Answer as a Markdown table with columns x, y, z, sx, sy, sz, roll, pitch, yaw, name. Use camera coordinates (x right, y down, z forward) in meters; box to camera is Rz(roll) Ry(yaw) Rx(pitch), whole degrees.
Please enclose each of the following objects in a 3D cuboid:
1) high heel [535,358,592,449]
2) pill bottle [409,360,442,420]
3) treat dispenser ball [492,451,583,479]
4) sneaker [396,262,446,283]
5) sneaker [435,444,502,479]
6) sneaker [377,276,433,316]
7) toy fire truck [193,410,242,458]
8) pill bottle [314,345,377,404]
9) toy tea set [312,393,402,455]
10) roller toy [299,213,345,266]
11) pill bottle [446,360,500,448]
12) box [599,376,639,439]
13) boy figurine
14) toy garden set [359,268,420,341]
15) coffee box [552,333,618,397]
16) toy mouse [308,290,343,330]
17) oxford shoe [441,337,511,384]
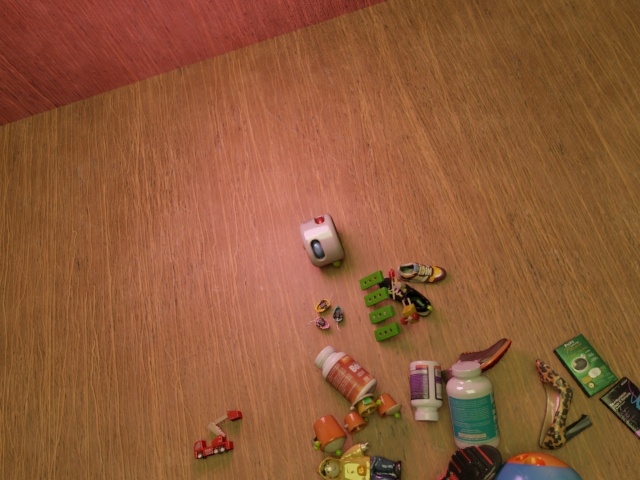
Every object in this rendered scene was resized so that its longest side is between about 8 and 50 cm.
| x | y | z | sx | sy | sz | roll | pitch | yaw | name |
| --- | --- | --- | --- | --- | --- | --- | --- | --- | --- |
| 0.736 | 0.536 | 1.728 | 0.186 | 0.093 | 0.261 | -29 | 73 | -8 | high heel |
| 0.362 | 0.518 | 1.813 | 0.108 | 0.108 | 0.193 | -2 | 66 | 11 | pill bottle |
| 0.641 | 0.771 | 1.541 | 0.288 | 0.288 | 0.288 | -5 | 66 | 10 | treat dispenser ball |
| 0.381 | 0.121 | 1.995 | 0.185 | 0.084 | 0.069 | -3 | 66 | 12 | sneaker |
| 0.443 | 0.748 | 1.653 | 0.314 | 0.136 | 0.116 | -47 | 48 | 13 | sneaker |
| 0.319 | 0.195 | 1.969 | 0.235 | 0.097 | 0.084 | 29 | 75 | 22 | sneaker |
| -0.374 | 0.706 | 1.925 | 0.192 | 0.047 | 0.135 | -17 | 64 | 5 | toy fire truck |
| 0.086 | 0.477 | 1.883 | 0.216 | 0.121 | 0.121 | 37 | 79 | 23 | pill bottle |
| 0.126 | 0.626 | 1.771 | 0.336 | 0.200 | 0.124 | -28 | 55 | -6 | toy tea set |
| 0.000 | 0.000 | 2.071 | 0.146 | 0.191 | 0.209 | -20 | 64 | 4 | roller toy |
| 0.489 | 0.531 | 1.705 | 0.146 | 0.146 | 0.264 | -9 | 95 | 8 | pill bottle |
| 1.008 | 0.539 | 1.707 | 0.116 | 0.029 | 0.162 | -39 | 63 | -6 | box |
| 0.128 | 0.764 | 1.768 | 0.285 | 0.092 | 0.177 | 4 | 71 | 11 | boy figurine |
| 0.259 | 0.225 | 1.940 | 0.204 | 0.049 | 0.244 | -32 | 65 | 41 | toy garden set |
| 0.889 | 0.418 | 1.778 | 0.113 | 0.040 | 0.184 | -31 | 65 | -3 | coffee box |
| 0.035 | 0.297 | 2.023 | 0.161 | 0.031 | 0.143 | -41 | 65 | -6 | toy mouse |
| 0.539 | 0.412 | 1.831 | 0.271 | 0.097 | 0.098 | -36 | 59 | -4 | oxford shoe |
